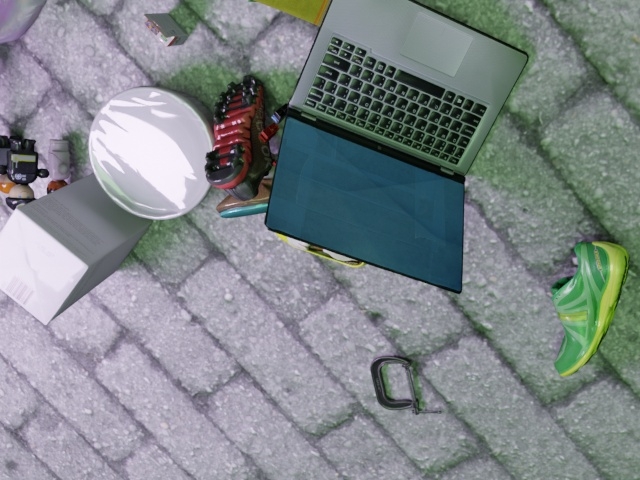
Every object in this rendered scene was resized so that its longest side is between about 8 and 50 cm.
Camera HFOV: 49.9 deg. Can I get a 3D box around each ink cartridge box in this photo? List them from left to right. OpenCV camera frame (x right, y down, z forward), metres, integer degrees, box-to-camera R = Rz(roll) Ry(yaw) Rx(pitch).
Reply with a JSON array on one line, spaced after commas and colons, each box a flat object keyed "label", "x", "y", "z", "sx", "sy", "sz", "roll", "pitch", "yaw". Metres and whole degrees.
[{"label": "ink cartridge box", "x": -0.306, "y": -0.409, "z": 1.336, "sx": 0.063, "sy": 0.115, "sz": 0.029, "roll": 46, "pitch": 112, "yaw": -5}]

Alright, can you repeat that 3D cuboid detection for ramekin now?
[{"label": "ramekin", "x": -0.324, "y": -0.187, "z": 1.413, "sx": 0.272, "sy": 0.127, "sz": 0.273, "roll": 4, "pitch": 109, "yaw": 11}]

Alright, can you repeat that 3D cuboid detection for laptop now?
[{"label": "laptop", "x": 0.145, "y": -0.183, "z": 1.194, "sx": 0.381, "sy": 0.236, "sz": 0.408, "roll": 19, "pitch": 113, "yaw": -17}]

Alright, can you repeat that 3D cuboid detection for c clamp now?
[{"label": "c clamp", "x": 0.184, "y": 0.324, "z": 1.539, "sx": 0.137, "sy": 0.022, "sz": 0.161, "roll": -13, "pitch": 107, "yaw": 22}]

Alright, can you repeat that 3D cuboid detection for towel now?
[{"label": "towel", "x": -0.022, "y": -0.452, "z": 1.261, "sx": 0.237, "sy": 0.021, "sz": 0.102, "roll": 17, "pitch": 126, "yaw": -14}]

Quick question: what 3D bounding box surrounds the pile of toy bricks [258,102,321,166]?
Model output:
[{"label": "pile of toy bricks", "x": -0.032, "y": -0.207, "z": 1.326, "sx": 0.118, "sy": 0.212, "sz": 0.105, "roll": 49, "pitch": 156, "yaw": -2}]

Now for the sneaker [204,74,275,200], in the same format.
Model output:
[{"label": "sneaker", "x": -0.147, "y": -0.193, "z": 1.336, "sx": 0.097, "sy": 0.276, "sz": 0.135, "roll": -10, "pitch": 145, "yaw": 23}]

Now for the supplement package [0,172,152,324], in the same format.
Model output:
[{"label": "supplement package", "x": -0.519, "y": 0.008, "z": 1.433, "sx": 0.177, "sy": 0.293, "sz": 0.175, "roll": 40, "pitch": 112, "yaw": -3}]

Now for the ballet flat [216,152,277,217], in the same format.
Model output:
[{"label": "ballet flat", "x": -0.048, "y": -0.120, "z": 1.394, "sx": 0.342, "sy": 0.116, "sz": 0.124, "roll": -5, "pitch": 88, "yaw": 14}]

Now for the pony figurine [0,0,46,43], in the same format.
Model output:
[{"label": "pony figurine", "x": -0.714, "y": -0.388, "z": 1.327, "sx": 0.351, "sy": 0.302, "sz": 0.364, "roll": -46, "pitch": 50, "yaw": 30}]

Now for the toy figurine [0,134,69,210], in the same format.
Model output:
[{"label": "toy figurine", "x": -0.648, "y": -0.145, "z": 1.454, "sx": 0.212, "sy": 0.209, "sz": 0.148, "roll": 5, "pitch": 99, "yaw": 10}]

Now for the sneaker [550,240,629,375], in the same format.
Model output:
[{"label": "sneaker", "x": 0.517, "y": 0.131, "z": 1.366, "sx": 0.123, "sy": 0.109, "sz": 0.296, "roll": 23, "pitch": 116, "yaw": 29}]

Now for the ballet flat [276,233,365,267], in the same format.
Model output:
[{"label": "ballet flat", "x": 0.000, "y": 0.000, "z": 1.433, "sx": 0.230, "sy": 0.077, "sz": 0.077, "roll": 20, "pitch": 113, "yaw": 5}]
